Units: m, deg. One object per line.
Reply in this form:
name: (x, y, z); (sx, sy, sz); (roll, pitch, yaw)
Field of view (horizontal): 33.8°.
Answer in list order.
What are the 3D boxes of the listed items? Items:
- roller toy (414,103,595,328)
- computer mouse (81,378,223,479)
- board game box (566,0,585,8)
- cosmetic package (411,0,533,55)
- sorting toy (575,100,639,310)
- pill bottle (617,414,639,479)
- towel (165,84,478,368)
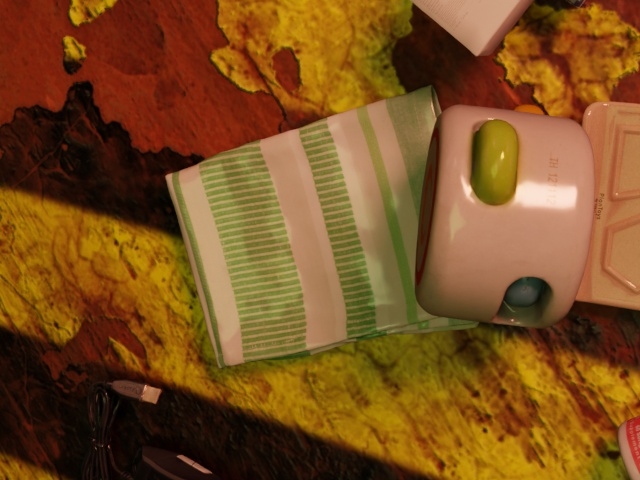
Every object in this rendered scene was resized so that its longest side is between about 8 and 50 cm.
roller toy: (0.167, -0.021, 0.947); (0.146, 0.209, 0.191); (7, 105, 0)
computer mouse: (-0.175, 0.258, 1.237); (0.262, 0.060, 0.184); (16, 110, 33)
board game box: (0.190, -0.306, 0.965); (0.194, 0.060, 0.194); (39, 114, 13)
cosmetic package: (0.179, -0.283, 0.906); (0.099, 0.060, 0.239); (42, 114, 9)
sorting toy: (0.339, -0.025, 0.967); (0.208, 0.038, 0.193); (7, 103, 18)
pill bottle: (0.362, 0.180, 0.962); (0.160, 0.087, 0.087); (-29, 87, 25)
towel: (0.000, 0.000, 1.120); (0.325, 0.038, 0.248); (-14, 93, 26)
